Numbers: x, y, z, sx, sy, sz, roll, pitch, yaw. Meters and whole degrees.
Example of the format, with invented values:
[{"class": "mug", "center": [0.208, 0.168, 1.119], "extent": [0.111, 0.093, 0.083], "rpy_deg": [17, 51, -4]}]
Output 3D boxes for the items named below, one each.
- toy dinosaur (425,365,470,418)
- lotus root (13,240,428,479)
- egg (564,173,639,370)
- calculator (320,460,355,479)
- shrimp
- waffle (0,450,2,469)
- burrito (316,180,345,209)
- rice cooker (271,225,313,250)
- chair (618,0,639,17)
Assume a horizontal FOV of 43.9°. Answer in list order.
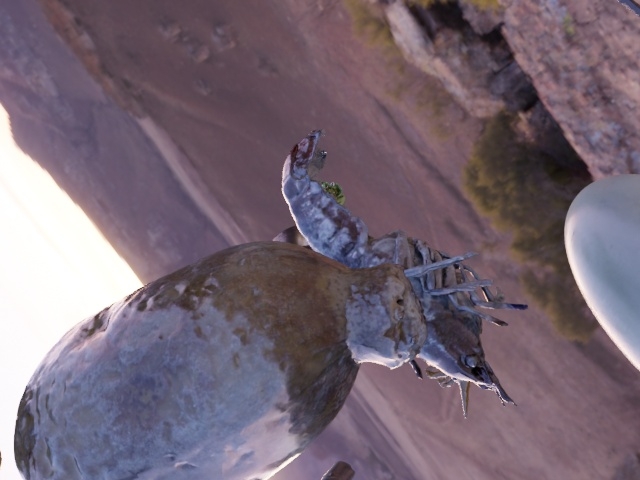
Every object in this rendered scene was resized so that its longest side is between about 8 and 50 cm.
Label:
[{"class": "toy dinosaur", "center": [0.279, 0.251, 1.500], "extent": [0.162, 0.126, 0.039], "rpy_deg": [49, -159, -14]}, {"class": "lotus root", "center": [-0.088, 0.099, 0.569], "extent": [0.175, 0.350, 0.175], "rpy_deg": [47, -159, -25]}, {"class": "egg", "center": [0.464, 0.063, 0.994], "extent": [0.371, 0.230, 0.230], "rpy_deg": [51, 170, 23]}, {"class": "calculator", "center": [-0.007, 0.501, 1.454], "extent": [0.051, 0.172, 0.293], "rpy_deg": [31, -177, 11]}, {"class": "shrimp", "center": [0.099, 0.036, 0.996], "extent": [0.411, 0.166, 0.221], "rpy_deg": [36, 154, 7]}, {"class": "waffle", "center": [-0.444, 0.161, 0.706], "extent": [0.301, 0.058, 0.281], "rpy_deg": [8, -144, -42]}, {"class": "burrito", "center": [0.000, 0.000, 1.415], "extent": [0.054, 0.104, 0.288], "rpy_deg": [33, 151, 18]}, {"class": "rice cooker", "center": [-0.037, 0.054, 1.210], "extent": [0.112, 0.165, 0.106], "rpy_deg": [27, -161, -24]}, {"class": "chair", "center": [0.321, -0.277, 0.762], "extent": [0.212, 0.084, 0.101], "rpy_deg": [47, 145, 38]}]
